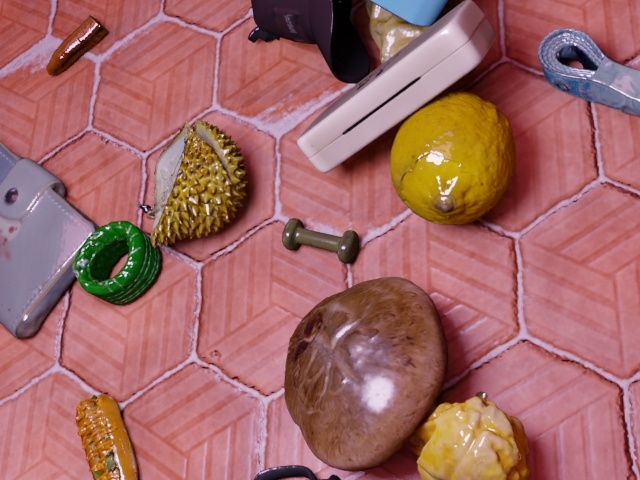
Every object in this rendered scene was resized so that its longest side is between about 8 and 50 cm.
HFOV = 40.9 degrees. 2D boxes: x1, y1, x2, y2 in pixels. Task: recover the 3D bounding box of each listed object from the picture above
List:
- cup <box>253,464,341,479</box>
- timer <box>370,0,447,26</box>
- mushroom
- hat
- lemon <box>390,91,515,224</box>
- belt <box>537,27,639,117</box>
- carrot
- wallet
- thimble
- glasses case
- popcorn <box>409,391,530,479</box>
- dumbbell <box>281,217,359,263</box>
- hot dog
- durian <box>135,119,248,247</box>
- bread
[{"bbox_3d":[-0.034,0.375,1.113,0.177,0.169,0.223,-19,33,8],"label":"cup"},{"bbox_3d":[0.110,-0.455,1.265,0.232,0.091,0.250,27,49,-4],"label":"timer"},{"bbox_3d":[0.051,0.171,1.153,0.278,0.146,0.278,-27,44,29],"label":"mushroom"},{"bbox_3d":[-0.054,-0.381,1.368,0.209,0.238,0.336,-14,60,14],"label":"hat"},{"bbox_3d":[0.186,-0.117,1.211,0.181,0.180,0.193,5,77,22],"label":"lemon"},{"bbox_3d":[0.450,-0.219,1.217,0.302,0.072,0.087,30,84,27],"label":"belt"},{"bbox_3d":[-0.469,-0.366,1.626,0.139,0.048,0.048,-42,61,1],"label":"carrot"},{"bbox_3d":[-0.550,-0.021,1.498,0.360,0.083,0.252,35,89,27],"label":"wallet"},{"bbox_3d":[-0.327,0.039,1.384,0.130,0.090,0.118,-29,63,7],"label":"thimble"},{"bbox_3d":[0.105,-0.218,1.242,0.313,0.070,0.131,-33,13,36],"label":"glasses case"},{"bbox_3d":[0.188,0.269,1.070,0.148,0.167,0.152,47,48,1],"label":"popcorn"},{"bbox_3d":[0.000,0.000,1.306,0.118,0.046,0.052,12,68,24],"label":"dumbbell"},{"bbox_3d":[-0.324,0.310,1.292,0.072,0.055,0.188,-31,63,7],"label":"hot dog"},{"bbox_3d":[-0.197,-0.073,1.367,0.237,0.138,0.193,-30,50,55],"label":"durian"},{"bbox_3d":[0.144,-0.379,1.365,0.152,0.130,0.267,-2,62,-22],"label":"bread"}]
